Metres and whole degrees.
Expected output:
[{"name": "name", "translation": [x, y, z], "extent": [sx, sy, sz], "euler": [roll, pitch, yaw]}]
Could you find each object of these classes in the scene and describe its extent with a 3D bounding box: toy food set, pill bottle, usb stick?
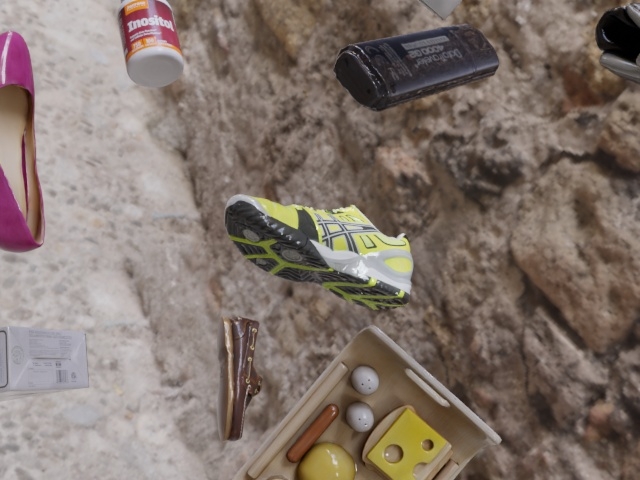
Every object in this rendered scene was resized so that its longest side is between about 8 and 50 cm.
[{"name": "toy food set", "translation": [0.045, 0.288, 0.950], "extent": [0.220, 0.306, 0.092], "euler": [41, -3, -1]}, {"name": "pill bottle", "translation": [-0.261, -0.315, 1.173], "extent": [0.086, 0.086, 0.152], "euler": [6, 57, -41]}, {"name": "usb stick", "translation": [0.113, -0.192, 0.839], "extent": [0.278, 0.045, 0.077], "euler": [-27, 78, -50]}]

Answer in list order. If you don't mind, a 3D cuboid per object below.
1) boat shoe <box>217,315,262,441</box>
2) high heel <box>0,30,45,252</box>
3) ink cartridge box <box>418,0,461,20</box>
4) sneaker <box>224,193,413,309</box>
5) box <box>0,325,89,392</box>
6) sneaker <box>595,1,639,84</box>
[{"name": "boat shoe", "translation": [-0.127, 0.220, 1.246], "extent": [0.073, 0.073, 0.206], "euler": [9, 63, -21]}, {"name": "high heel", "translation": [-0.508, -0.169, 1.325], "extent": [0.181, 0.377, 0.127], "euler": [9, 5, 30]}, {"name": "ink cartridge box", "translation": [0.173, -0.454, 0.961], "extent": [0.122, 0.289, 0.211], "euler": [26, 26, -38]}, {"name": "sneaker", "translation": [0.000, 0.000, 1.412], "extent": [0.385, 0.145, 0.147], "euler": [26, 61, -24]}, {"name": "box", "translation": [-0.510, 0.194, 1.132], "extent": [0.169, 0.290, 0.087], "euler": [21, 58, -66]}, {"name": "sneaker", "translation": [0.312, -0.175, 0.686], "extent": [0.132, 0.086, 0.229], "euler": [27, 26, 10]}]
